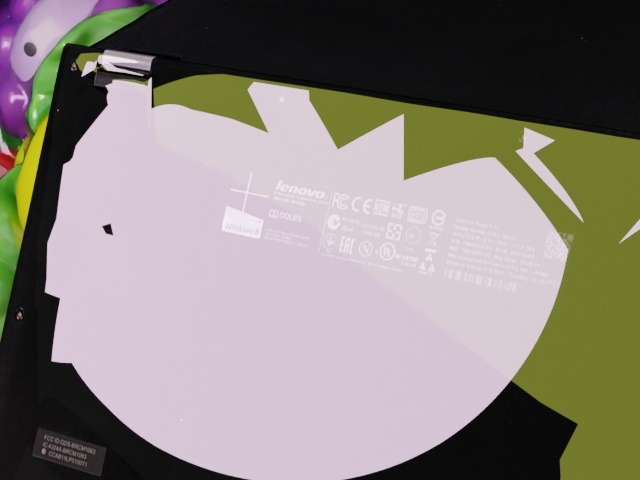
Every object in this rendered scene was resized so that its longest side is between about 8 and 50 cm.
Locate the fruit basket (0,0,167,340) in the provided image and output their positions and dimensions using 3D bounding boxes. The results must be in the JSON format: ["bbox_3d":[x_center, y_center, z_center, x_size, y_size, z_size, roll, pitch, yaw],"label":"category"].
[{"bbox_3d":[-0.180,-0.052,1.357,0.392,0.283,0.392,-55,14,21],"label":"fruit basket"}]

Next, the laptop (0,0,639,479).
[{"bbox_3d":[0.083,0.009,0.874,0.382,0.236,0.408,12,89,33],"label":"laptop"}]
